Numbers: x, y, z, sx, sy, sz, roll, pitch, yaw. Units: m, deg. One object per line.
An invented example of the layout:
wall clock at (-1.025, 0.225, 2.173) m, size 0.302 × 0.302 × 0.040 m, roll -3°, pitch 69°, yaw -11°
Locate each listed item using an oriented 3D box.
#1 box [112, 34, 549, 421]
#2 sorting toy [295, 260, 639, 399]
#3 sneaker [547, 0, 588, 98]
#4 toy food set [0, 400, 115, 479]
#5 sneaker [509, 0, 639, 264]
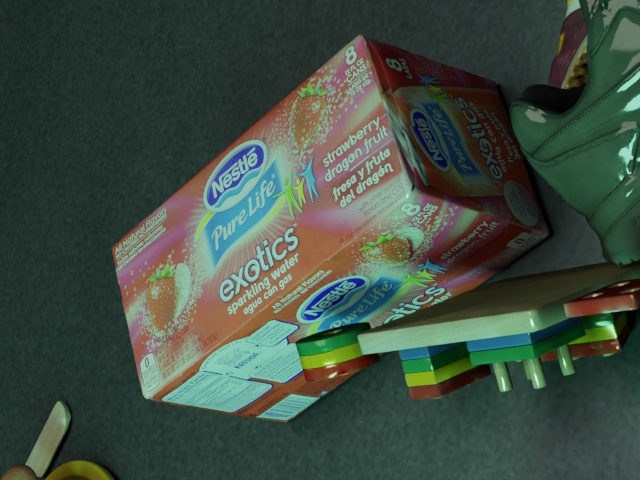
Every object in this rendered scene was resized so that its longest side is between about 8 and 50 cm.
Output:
box at (0.000, 0.000, 1.157) m, size 0.257 × 0.128 × 0.122 m, roll -38°, pitch 54°, yaw 34°
sorting toy at (0.121, 0.049, 1.024) m, size 0.274 × 0.132 × 0.046 m, roll -12°, pitch 95°, yaw 46°
sneaker at (0.174, -0.143, 1.068) m, size 0.185 × 0.070 × 0.084 m, roll -66°, pitch 26°, yaw 10°
toy food set at (-0.203, 0.227, 1.350) m, size 0.128 × 0.071 × 0.218 m, roll -57°, pitch 45°, yaw 19°
sneaker at (0.208, -0.118, 0.952) m, size 0.130 × 0.109 × 0.286 m, roll 43°, pitch 114°, yaw 5°
